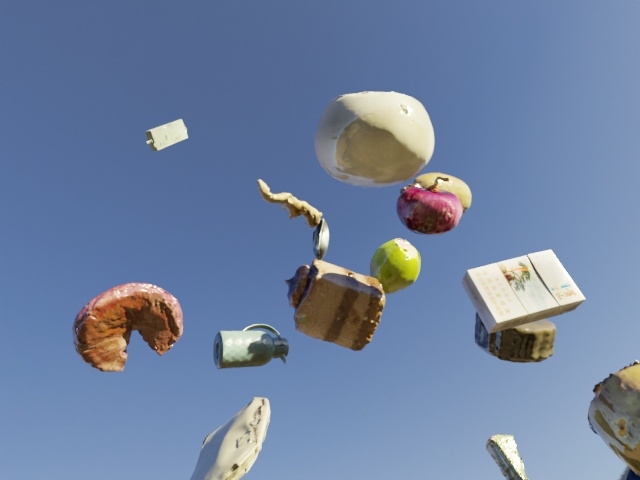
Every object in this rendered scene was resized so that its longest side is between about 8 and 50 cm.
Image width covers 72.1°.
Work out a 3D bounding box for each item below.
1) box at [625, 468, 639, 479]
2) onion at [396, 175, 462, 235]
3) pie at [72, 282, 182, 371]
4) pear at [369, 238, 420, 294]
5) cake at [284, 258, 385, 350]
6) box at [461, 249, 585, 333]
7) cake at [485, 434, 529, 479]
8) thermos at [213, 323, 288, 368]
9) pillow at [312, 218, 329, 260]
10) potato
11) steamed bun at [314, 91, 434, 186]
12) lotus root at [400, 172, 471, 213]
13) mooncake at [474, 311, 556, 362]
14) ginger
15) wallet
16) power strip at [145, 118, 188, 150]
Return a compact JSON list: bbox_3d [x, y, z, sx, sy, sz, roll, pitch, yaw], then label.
[{"bbox_3d":[0.676,0.626,0.809,0.262,0.116,0.278,29,-101,-5],"label":"box"},{"bbox_3d":[0.297,-0.087,1.208,0.178,0.177,0.153,-11,-93,-15],"label":"onion"},{"bbox_3d":[-0.403,0.186,0.931,0.219,0.054,0.204,-28,-51,-19],"label":"pie"},{"bbox_3d":[0.261,0.108,1.598,0.188,0.187,0.219,15,-60,-32],"label":"pear"},{"bbox_3d":[0.028,0.177,1.323,0.293,0.198,0.196,21,-75,-5],"label":"cake"},{"bbox_3d":[0.482,0.120,1.057,0.234,0.149,0.067,-13,-33,-9],"label":"box"},{"bbox_3d":[0.383,0.450,0.858,0.055,0.140,0.051,-4,-54,-16],"label":"cake"},{"bbox_3d":[-0.272,0.417,1.745,0.287,0.182,0.144,4,-46,-26],"label":"thermos"},{"bbox_3d":[0.002,0.000,1.491,0.055,0.135,0.091,19,-42,-18],"label":"pillow"},{"bbox_3d":[0.606,0.337,0.681,0.230,0.266,0.229,-5,-64,-10],"label":"potato"},{"bbox_3d":[0.140,-0.251,1.183,0.325,0.324,0.206,8,-96,-29],"label":"steamed bun"},{"bbox_3d":[0.439,-0.168,1.658,0.343,0.151,0.169,4,-68,-40],"label":"lotus root"},{"bbox_3d":[0.574,0.278,1.311,0.229,0.228,0.124,4,-82,-26],"label":"mooncake"},{"bbox_3d":[-0.103,-0.116,1.462,0.089,0.075,0.288,-34,-43,32],"label":"ginger"},{"bbox_3d":[-0.229,0.519,1.068,0.068,0.335,0.275,44,-80,-6],"label":"wallet"},{"bbox_3d":[-0.360,-0.245,1.025,0.019,0.136,0.050,0,-63,24],"label":"power strip"}]
